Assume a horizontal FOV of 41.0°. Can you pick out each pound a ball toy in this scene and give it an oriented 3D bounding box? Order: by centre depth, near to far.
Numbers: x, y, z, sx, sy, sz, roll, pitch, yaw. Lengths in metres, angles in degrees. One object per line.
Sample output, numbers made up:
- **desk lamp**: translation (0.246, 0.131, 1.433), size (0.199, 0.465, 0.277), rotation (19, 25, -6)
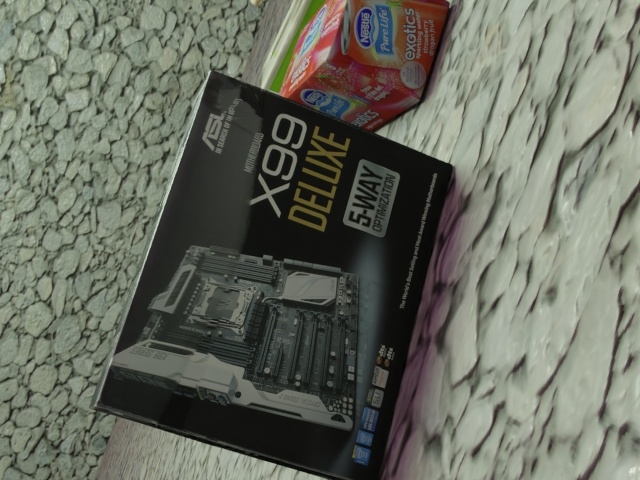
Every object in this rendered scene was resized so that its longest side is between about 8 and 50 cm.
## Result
- **pound a ball toy**: translation (-0.008, -0.370, 1.284), size (0.135, 0.208, 0.319), rotation (-87, 21, -48)

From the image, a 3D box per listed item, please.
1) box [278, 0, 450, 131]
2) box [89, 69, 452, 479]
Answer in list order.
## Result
- **box**: translation (0.041, -0.220, 1.062), size (0.257, 0.123, 0.128), rotation (164, 126, -73)
- **box**: translation (-0.036, 0.035, 0.759), size (0.076, 0.243, 0.307), rotation (146, 142, -68)
